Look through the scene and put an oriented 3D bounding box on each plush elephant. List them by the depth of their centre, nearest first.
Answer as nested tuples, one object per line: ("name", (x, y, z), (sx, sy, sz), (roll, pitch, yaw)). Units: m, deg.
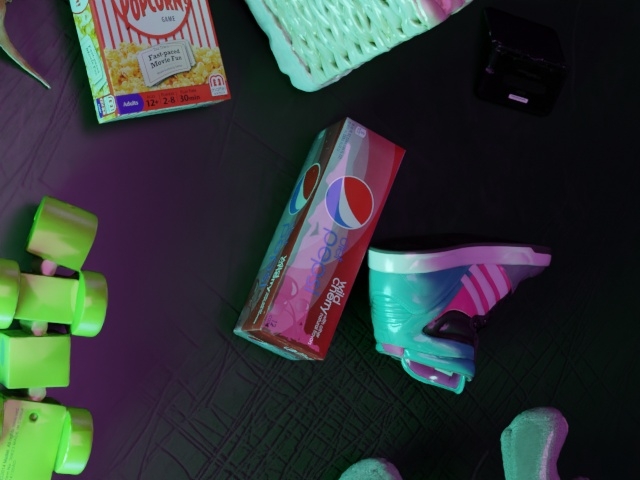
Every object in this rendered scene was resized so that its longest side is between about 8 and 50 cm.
("plush elephant", (0.217, 0.383, 1.233), (0.272, 0.255, 0.330), (-26, 60, 10))

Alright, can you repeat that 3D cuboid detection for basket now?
("basket", (0.072, -0.391, 1.188), (0.328, 0.266, 0.331), (-37, 105, -26))

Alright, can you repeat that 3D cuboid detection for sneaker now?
("sneaker", (0.167, 0.087, 1.285), (0.295, 0.124, 0.178), (-3, 101, -42))

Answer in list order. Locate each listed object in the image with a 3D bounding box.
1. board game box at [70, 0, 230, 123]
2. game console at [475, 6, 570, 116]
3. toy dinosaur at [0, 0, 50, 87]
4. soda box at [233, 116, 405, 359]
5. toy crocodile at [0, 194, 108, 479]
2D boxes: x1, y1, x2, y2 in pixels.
("board game box", (-0.185, -0.231, 1.145), (0.147, 0.045, 0.193), (-17, 95, -41))
("game console", (0.257, -0.233, 1.417), (0.122, 0.071, 0.107), (11, 111, -26))
("toy dinosaur", (-0.329, -0.226, 1.066), (0.053, 0.183, 0.092), (-16, 58, 3))
("soda box", (0.000, 0.000, 1.213), (0.083, 0.092, 0.263), (27, 74, -19))
("toy crocodile", (-0.283, 0.124, 1.058), (0.115, 0.105, 0.340), (8, 87, -28))
